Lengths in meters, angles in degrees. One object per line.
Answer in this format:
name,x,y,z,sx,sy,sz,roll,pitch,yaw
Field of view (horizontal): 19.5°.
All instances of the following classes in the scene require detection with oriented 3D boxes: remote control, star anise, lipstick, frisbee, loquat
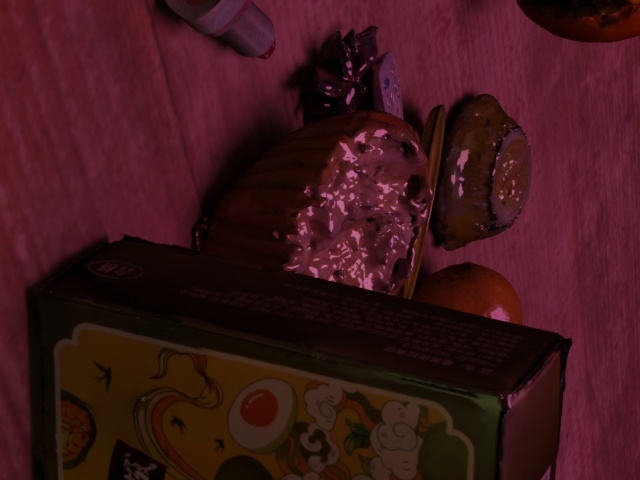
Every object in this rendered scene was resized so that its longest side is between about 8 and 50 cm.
remote control,0.069,-0.092,2.013,0.073,0.044,0.229,-64,152,-54
star anise,0.024,-0.168,1.855,0.129,0.056,0.124,-60,162,-28
lipstick,-0.077,-0.196,1.635,0.063,0.057,0.186,-48,160,2
frisbee,0.111,-0.036,2.082,0.236,0.017,0.236,11,90,-84
loquat,0.167,0.093,2.211,0.141,0.141,0.141,-40,137,-53

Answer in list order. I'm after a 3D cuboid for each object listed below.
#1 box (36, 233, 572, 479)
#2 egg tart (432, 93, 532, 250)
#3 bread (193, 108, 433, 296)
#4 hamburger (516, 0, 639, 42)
box,-0.021,0.220,1.504,0.138,0.420,0.373,-39,136,-56
egg tart,0.199,-0.081,2.259,0.197,0.078,0.197,-34,129,-56
bread,0.000,0.000,1.779,0.274,0.149,0.274,-49,149,-43
hamburger,0.317,-0.390,2.149,0.291,0.291,0.225,-66,151,-25
